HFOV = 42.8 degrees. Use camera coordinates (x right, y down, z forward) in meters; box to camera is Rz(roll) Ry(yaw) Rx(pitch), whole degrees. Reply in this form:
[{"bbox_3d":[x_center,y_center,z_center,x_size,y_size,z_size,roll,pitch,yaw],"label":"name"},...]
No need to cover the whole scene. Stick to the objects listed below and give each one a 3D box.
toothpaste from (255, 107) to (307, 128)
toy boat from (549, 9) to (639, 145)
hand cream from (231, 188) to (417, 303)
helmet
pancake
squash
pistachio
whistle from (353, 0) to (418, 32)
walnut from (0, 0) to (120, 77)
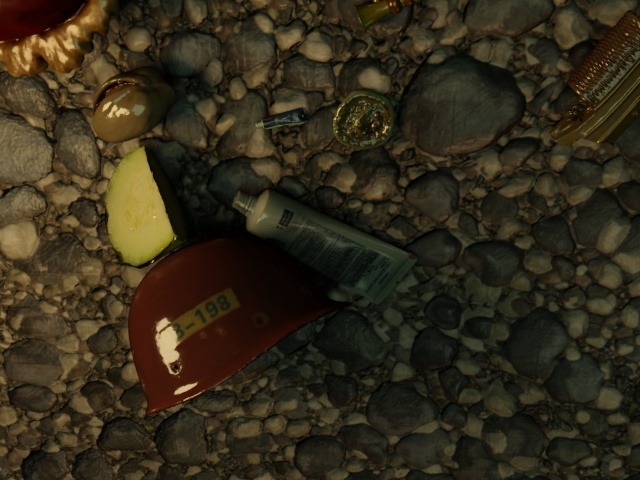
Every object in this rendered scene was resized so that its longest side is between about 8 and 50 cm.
[{"bbox_3d":[-0.065,-0.196,1.334,0.083,0.019,0.027,-12,100,5],"label":"toothpaste"},{"bbox_3d":[0.462,-0.265,1.225,0.115,0.089,0.310,31,116,-10],"label":"toy boat"},{"bbox_3d":[0.000,0.000,1.422,0.341,0.077,0.124,27,116,-20],"label":"hand cream"},{"bbox_3d":[-0.171,0.108,1.370,0.385,0.337,0.230,-31,87,2],"label":"helmet"},{"bbox_3d":[0.070,-0.196,1.327,0.108,0.017,0.108,0,121,-1],"label":"pancake"},{"bbox_3d":[-0.289,-0.046,1.390,0.184,0.085,0.191,-34,70,42],"label":"squash"},{"bbox_3d":[-0.302,-0.213,1.296,0.149,0.113,0.113,-27,115,36],"label":"pistachio"},{"bbox_3d":[0.102,-0.364,1.229,0.109,0.057,0.046,-28,159,8],"label":"whistle"},{"bbox_3d":[-0.411,-0.354,1.162,0.269,0.221,0.243,-18,109,29],"label":"walnut"}]
